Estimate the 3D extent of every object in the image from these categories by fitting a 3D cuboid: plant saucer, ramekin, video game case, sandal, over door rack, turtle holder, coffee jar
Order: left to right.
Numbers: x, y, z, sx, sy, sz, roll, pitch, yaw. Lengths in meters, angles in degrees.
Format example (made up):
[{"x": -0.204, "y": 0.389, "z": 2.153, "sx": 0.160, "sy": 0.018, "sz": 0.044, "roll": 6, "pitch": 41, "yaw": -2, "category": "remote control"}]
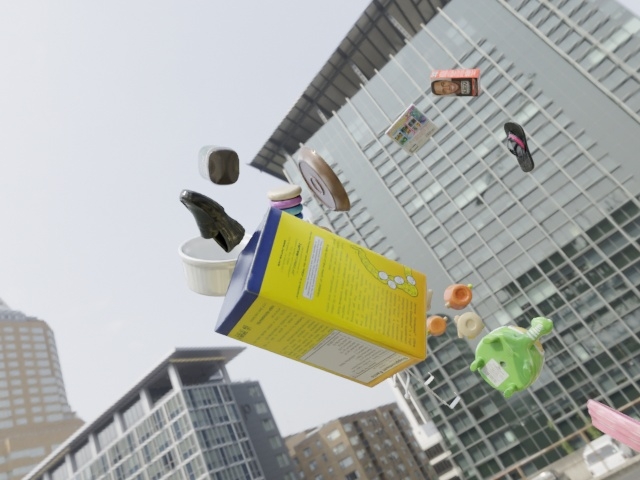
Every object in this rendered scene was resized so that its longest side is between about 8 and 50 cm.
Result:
[{"x": -0.258, "y": -0.190, "z": 1.161, "sx": 0.079, "sy": 0.184, "sz": 0.096, "roll": -4, "pitch": -77, "yaw": -22, "category": "coffee jar"}, {"x": -0.327, "y": 0.077, "z": 1.539, "sx": 0.277, "sy": 0.277, "sz": 0.135, "roll": -11, "pitch": -67, "yaw": -32, "category": "ramekin"}, {"x": 0.002, "y": -0.225, "z": 1.798, "sx": 0.050, "sy": 0.310, "sz": 0.311, "roll": -38, "pitch": -26, "yaw": -10, "category": "plant saucer"}, {"x": 0.349, "y": 0.545, "z": 1.804, "sx": 0.324, "sy": 0.239, "sz": 0.108, "roll": 31, "pitch": -92, "yaw": -15, "category": "over door rack"}, {"x": 0.360, "y": -0.434, "z": 1.820, "sx": 0.157, "sy": 0.143, "sz": 0.019, "roll": -46, "pitch": 10, "yaw": 31, "category": "video game case"}, {"x": 0.758, "y": 0.428, "z": 1.815, "sx": 0.227, "sy": 0.243, "sz": 0.321, "roll": -16, "pitch": -67, "yaw": -41, "category": "turtle holder"}, {"x": 0.630, "y": -0.301, "z": 1.477, "sx": 0.040, "sy": 0.179, "sz": 0.067, "roll": -15, "pitch": -11, "yaw": -16, "category": "sandal"}, {"x": 1.090, "y": 0.670, "z": 1.593, "sx": 0.332, "sy": 0.332, "sz": 0.084, "roll": 27, "pitch": -93, "yaw": -58, "category": "plant saucer"}]

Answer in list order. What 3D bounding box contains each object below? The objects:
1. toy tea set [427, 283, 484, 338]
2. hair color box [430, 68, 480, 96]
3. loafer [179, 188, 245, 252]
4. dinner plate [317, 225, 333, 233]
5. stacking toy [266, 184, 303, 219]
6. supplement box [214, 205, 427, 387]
[{"x": 0.409, "y": 0.258, "z": 1.669, "sx": 0.335, "sy": 0.200, "sz": 0.124, "roll": -3, "pitch": -13, "yaw": 5, "category": "toy tea set"}, {"x": 0.410, "y": -0.478, "z": 1.402, "sx": 0.043, "sy": 0.141, "sz": 0.072, "roll": -65, "pitch": -31, "yaw": -29, "category": "hair color box"}, {"x": -0.250, "y": -0.040, "z": 1.062, "sx": 0.078, "sy": 0.076, "sz": 0.223, "roll": -64, "pitch": -31, "yaw": -16, "category": "loafer"}, {"x": 0.000, "y": 0.000, "z": 2.207, "sx": 0.141, "sy": 0.141, "sz": 0.017, "roll": -24, "pitch": 10, "yaw": -11, "category": "dinner plate"}, {"x": -0.120, "y": -0.050, "z": 1.857, "sx": 0.141, "sy": 0.141, "sz": 0.331, "roll": -17, "pitch": -70, "yaw": -23, "category": "stacking toy"}, {"x": 0.008, "y": 0.121, "z": 0.905, "sx": 0.356, "sy": 0.195, "sz": 0.194, "roll": 24, "pitch": -40, "yaw": -15, "category": "supplement box"}]
